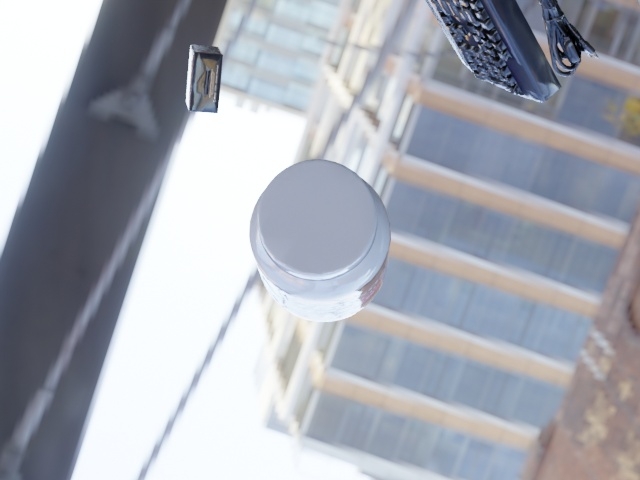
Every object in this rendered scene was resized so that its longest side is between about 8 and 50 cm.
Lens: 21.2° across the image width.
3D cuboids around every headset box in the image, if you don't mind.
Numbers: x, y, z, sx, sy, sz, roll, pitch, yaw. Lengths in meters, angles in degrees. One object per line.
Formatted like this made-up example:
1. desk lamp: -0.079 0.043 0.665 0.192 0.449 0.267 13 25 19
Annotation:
1. headset box: -0.120 -0.166 1.758 0.032 0.062 0.083 4 -169 -9

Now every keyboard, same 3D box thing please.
1. keyboard: 0.139 -0.237 1.544 0.201 0.033 0.317 21 156 45

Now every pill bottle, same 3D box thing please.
1. pill bottle: 0.000 0.000 1.986 0.162 0.162 0.278 20 171 5

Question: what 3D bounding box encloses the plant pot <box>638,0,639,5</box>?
1. plant pot: 0.478 -0.287 1.733 0.195 0.290 0.290 -19 -153 -19
